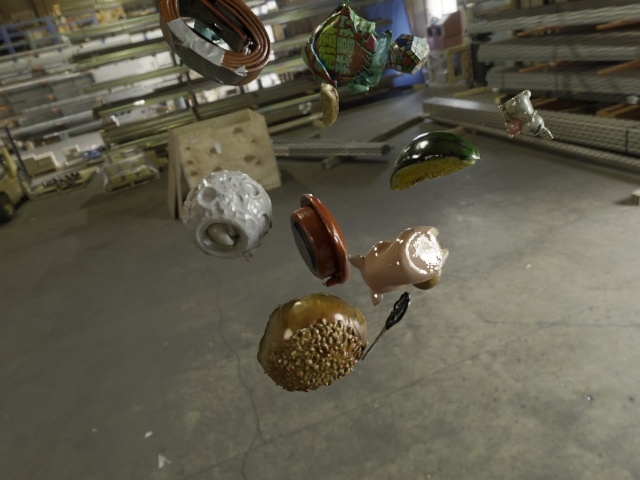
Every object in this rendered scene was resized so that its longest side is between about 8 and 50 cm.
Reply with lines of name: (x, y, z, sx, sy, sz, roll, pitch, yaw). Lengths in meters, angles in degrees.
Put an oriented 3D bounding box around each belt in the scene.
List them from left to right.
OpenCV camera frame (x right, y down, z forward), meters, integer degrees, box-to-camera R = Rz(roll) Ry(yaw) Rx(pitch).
belt: (-0.241, -0.466, 1.111, 0.184, 0.261, 0.105, -55, 14, -18)

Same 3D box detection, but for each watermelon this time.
watermelon: (0.298, -0.222, 1.393, 0.301, 0.129, 0.123, -15, 42, 47)

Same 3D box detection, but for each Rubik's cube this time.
Rubik's cube: (0.234, -0.500, 1.322, 0.093, 0.111, 0.111, -18, 23, -7)

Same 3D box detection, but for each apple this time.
apple: (0.382, 0.115, 1.791, 0.101, 0.126, 0.126, 20, 26, -2)

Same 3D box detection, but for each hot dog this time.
hot dog: (0.048, -0.649, 2.337, 0.073, 0.243, 0.084, 9, 55, 11)

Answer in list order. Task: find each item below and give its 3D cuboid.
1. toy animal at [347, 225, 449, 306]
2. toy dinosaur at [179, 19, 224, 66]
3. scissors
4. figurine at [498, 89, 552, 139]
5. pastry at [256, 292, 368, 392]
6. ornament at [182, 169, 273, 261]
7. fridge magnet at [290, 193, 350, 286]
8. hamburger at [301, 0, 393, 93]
toy animal: (0.255, 0.066, 1.616, 0.212, 0.195, 0.256, -32, 1, -41)
toy dinosaur: (-0.370, -0.652, 1.583, 0.076, 0.144, 0.329, -24, -20, -44)
scissors: (0.211, 0.294, 1.627, 0.022, 0.300, 0.109, 30, 25, -5)
figurine: (0.546, -0.316, 1.320, 0.081, 0.146, 0.098, -35, 5, -41)
pastry: (-0.022, 0.368, 1.710, 0.408, 0.410, 0.245, -16, 44, -6)
ornament: (-0.346, -0.101, 1.856, 0.336, 0.338, 0.337, -11, 23, 5)
fridge magnet: (0.000, 0.000, 1.831, 0.155, 0.364, 0.363, -24, 24, -12)
hamburger: (0.094, -0.629, 1.641, 0.275, 0.261, 0.150, 33, 24, -6)
